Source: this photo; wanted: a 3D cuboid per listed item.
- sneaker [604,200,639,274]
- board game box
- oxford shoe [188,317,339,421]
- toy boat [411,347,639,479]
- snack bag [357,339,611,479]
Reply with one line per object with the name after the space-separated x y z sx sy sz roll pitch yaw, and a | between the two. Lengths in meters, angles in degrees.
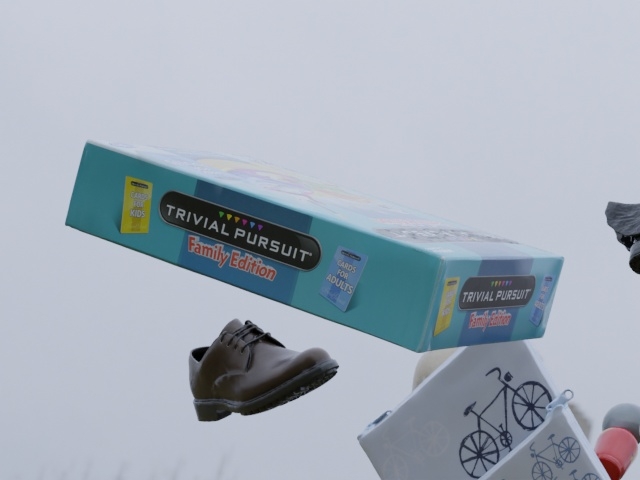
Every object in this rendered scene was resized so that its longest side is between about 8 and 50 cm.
0.362 -0.015 1.760 0.170 0.089 0.051 -14 -49 30 | sneaker
0.000 0.000 1.482 0.336 0.079 0.254 18 8 27 | board game box
-0.070 0.126 1.807 0.083 0.096 0.227 -20 4 -41 | oxford shoe
0.280 0.258 2.399 0.318 0.148 0.267 6 -62 23 | toy boat
0.208 0.294 2.215 0.037 0.342 0.323 3 -39 -45 | snack bag
